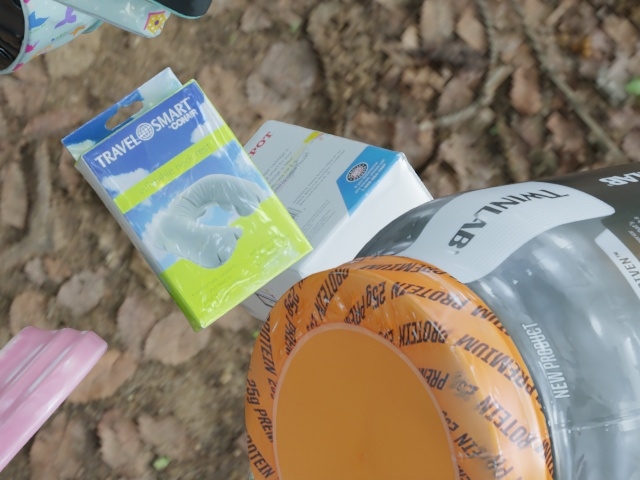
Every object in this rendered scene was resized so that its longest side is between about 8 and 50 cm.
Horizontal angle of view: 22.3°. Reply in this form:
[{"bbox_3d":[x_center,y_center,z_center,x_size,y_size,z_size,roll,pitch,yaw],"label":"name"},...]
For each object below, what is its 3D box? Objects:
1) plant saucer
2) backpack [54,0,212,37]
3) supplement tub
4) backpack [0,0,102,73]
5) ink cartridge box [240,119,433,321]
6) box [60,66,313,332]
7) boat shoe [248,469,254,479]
[{"bbox_3d":[-0.359,0.207,1.689,0.084,0.332,0.332,43,58,-4],"label":"plant saucer"},{"bbox_3d":[-0.143,-0.236,1.065,0.165,0.144,0.188,16,41,-34],"label":"backpack"},{"bbox_3d":[0.081,0.038,0.441,0.190,0.117,0.117,-10,71,-40],"label":"supplement tub"},{"bbox_3d":[-0.259,-0.270,1.303,0.191,0.225,0.254,-27,86,-27],"label":"backpack"},{"bbox_3d":[0.000,0.000,1.743,0.171,0.232,0.168,-49,127,-16],"label":"ink cartridge box"},{"bbox_3d":[-0.100,-0.034,1.219,0.109,0.042,0.178,-36,92,-16],"label":"box"},{"bbox_3d":[0.011,0.259,1.089,0.109,0.305,0.091,18,60,35],"label":"boat shoe"}]
